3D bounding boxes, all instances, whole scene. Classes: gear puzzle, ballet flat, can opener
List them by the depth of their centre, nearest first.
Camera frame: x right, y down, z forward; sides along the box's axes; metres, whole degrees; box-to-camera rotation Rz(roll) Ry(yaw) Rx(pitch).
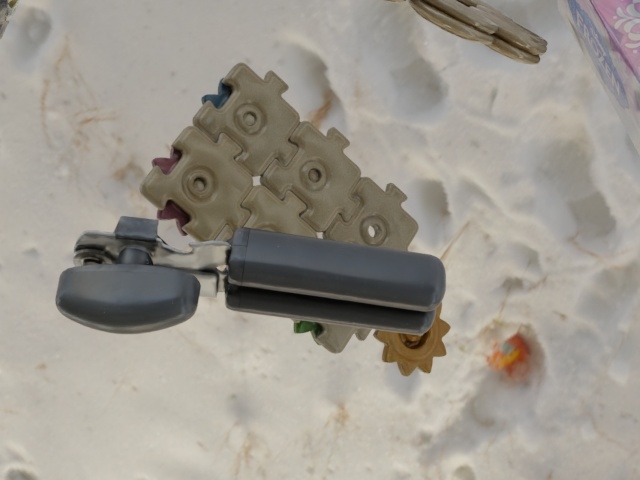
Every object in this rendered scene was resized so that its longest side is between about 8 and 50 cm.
[{"bbox_3d":[-0.050,0.045,0.763,0.283,0.095,0.076,8,146,-2],"label":"can opener"},{"bbox_3d":[0.000,0.000,0.948,0.339,0.175,0.044,41,156,-18],"label":"gear puzzle"},{"bbox_3d":[-0.412,-0.296,1.283,0.074,0.203,0.074,-1,95,-13],"label":"ballet flat"}]

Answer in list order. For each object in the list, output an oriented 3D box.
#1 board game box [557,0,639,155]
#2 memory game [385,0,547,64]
[{"bbox_3d":[0.316,-0.074,0.467,0.319,0.318,0.066,-21,149,4],"label":"board game box"},{"bbox_3d":[0.017,-0.122,0.442,0.186,0.186,0.012,31,109,9],"label":"memory game"}]
